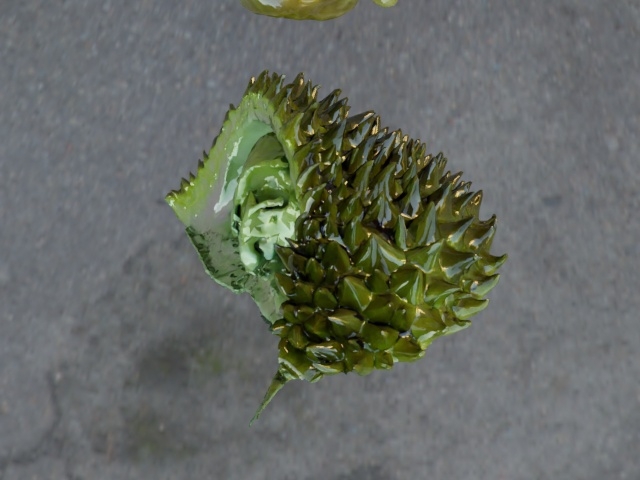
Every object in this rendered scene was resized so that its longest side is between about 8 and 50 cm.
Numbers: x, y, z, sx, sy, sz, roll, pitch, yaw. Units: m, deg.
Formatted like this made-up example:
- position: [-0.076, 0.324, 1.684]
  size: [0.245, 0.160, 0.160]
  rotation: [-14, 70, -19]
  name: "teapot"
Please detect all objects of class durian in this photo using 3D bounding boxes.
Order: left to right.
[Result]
- position: [0.006, -0.006, 1.077]
  size: [0.157, 0.355, 0.169]
  rotation: [29, 101, -22]
  name: "durian"

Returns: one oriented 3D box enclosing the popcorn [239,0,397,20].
- position: [-0.020, -0.223, 0.758]
  size: [0.259, 0.259, 0.212]
  rotation: [-2, 119, 5]
  name: "popcorn"
